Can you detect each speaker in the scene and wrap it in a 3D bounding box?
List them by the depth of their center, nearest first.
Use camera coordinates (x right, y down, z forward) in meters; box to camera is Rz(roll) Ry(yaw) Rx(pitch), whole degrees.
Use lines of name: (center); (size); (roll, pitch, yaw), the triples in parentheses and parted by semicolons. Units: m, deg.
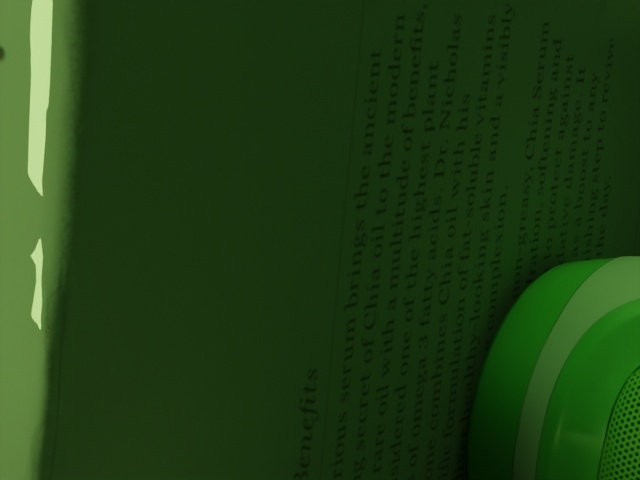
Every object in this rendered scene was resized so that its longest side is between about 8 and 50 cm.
speaker: (0.197, 0.088, 0.474); (0.296, 0.131, 0.131); (13, 13, 36)

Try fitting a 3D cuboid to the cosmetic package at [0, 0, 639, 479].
cosmetic package: (0.000, 0.000, 0.574); (0.161, 0.230, 0.453); (12, 12, 33)
